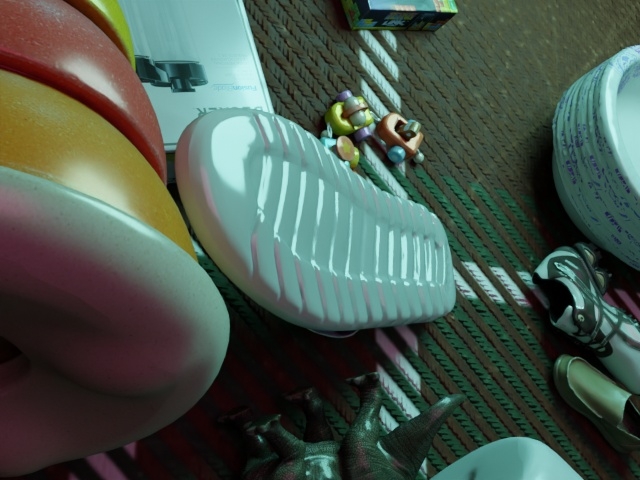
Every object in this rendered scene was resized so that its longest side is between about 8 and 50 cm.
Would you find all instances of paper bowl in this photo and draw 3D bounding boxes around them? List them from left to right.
[{"bbox_3d":[0.412,-0.092,1.068,0.284,0.148,0.284,11,66,-27],"label":"paper bowl"}]

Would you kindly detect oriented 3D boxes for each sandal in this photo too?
[{"bbox_3d":[0.001,0.015,0.757,0.416,0.102,0.170,23,55,-52],"label":"sandal"}]

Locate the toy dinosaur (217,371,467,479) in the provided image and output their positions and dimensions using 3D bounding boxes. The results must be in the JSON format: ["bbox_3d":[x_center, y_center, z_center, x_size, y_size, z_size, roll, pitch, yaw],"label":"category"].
[{"bbox_3d":[0.003,0.212,0.734,0.313,0.121,0.160,-15,91,-40],"label":"toy dinosaur"}]

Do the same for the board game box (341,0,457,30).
[{"bbox_3d":[0.079,-0.343,1.024,0.141,0.048,0.170,-9,76,-35],"label":"board game box"}]

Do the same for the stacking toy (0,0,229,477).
[{"bbox_3d":[-0.245,-0.106,0.592,0.350,0.350,0.480,13,53,-27],"label":"stacking toy"}]

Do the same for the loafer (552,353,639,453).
[{"bbox_3d":[0.329,0.184,0.966,0.148,0.050,0.056,43,55,-10],"label":"loafer"}]

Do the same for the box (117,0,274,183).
[{"bbox_3d":[-0.158,-0.200,0.796,0.169,0.087,0.290,-6,75,-33],"label":"box"}]

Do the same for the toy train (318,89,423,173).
[{"bbox_3d":[0.055,-0.102,0.913,0.125,0.046,0.166,42,55,-10],"label":"toy train"}]

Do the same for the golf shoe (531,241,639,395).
[{"bbox_3d":[0.316,0.103,0.985,0.093,0.077,0.198,-23,77,-25],"label":"golf shoe"}]

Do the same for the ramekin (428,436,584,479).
[{"bbox_3d":[0.122,0.285,0.668,0.135,0.277,0.277,49,54,3],"label":"ramekin"}]
